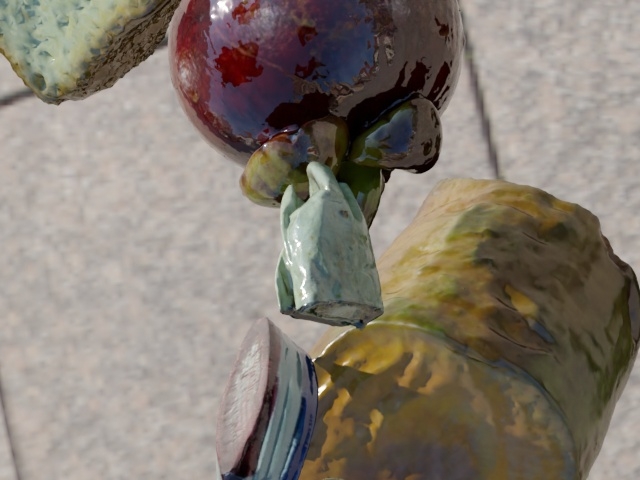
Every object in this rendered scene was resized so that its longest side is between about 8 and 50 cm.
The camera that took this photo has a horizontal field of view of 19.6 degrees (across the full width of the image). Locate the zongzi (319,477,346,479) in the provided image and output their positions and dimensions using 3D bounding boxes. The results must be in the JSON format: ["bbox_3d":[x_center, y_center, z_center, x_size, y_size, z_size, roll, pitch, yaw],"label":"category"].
[{"bbox_3d":[-0.016,0.245,0.678,0.228,0.115,0.256,-40,83,23],"label":"zongzi"}]

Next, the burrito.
[{"bbox_3d":[0.003,0.001,1.197,0.044,0.074,0.118,-37,48,44],"label":"burrito"}]

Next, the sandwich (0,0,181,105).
[{"bbox_3d":[-0.065,-0.158,0.608,0.214,0.065,0.186,-30,100,43],"label":"sandwich"}]

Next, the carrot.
[{"bbox_3d":[0.112,0.117,1.480,0.241,0.341,0.241,18,136,18],"label":"carrot"}]

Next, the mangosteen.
[{"bbox_3d":[-0.001,-0.109,1.321,0.215,0.215,0.258,-22,57,33],"label":"mangosteen"}]

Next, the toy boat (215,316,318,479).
[{"bbox_3d":[-0.040,0.117,1.287,0.080,0.229,0.046,-30,111,19],"label":"toy boat"}]
